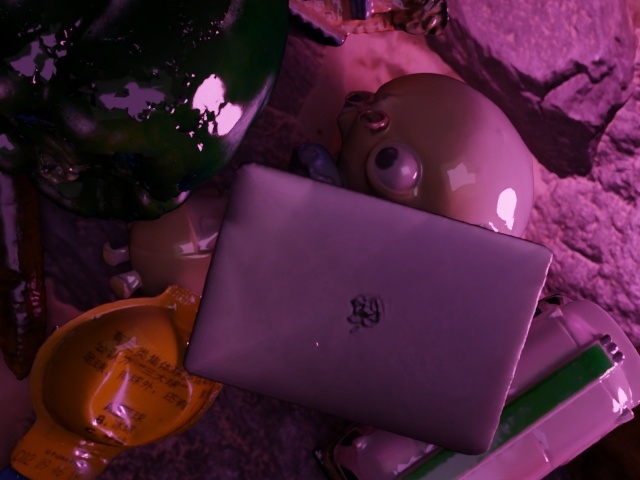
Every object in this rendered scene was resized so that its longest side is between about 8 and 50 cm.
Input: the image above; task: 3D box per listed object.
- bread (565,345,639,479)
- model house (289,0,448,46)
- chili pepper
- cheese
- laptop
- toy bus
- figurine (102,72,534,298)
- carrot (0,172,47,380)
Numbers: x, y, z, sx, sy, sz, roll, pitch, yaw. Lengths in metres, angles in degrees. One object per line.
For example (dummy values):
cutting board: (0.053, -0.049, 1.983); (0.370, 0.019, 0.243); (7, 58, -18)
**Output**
bread: (0.386, 0.252, 0.932); (0.196, 0.252, 0.238); (-7, 99, -21)
model house: (0.011, -0.269, 0.830); (0.172, 0.166, 0.182); (-6, 104, -3)
chili pepper: (-0.155, -0.154, 0.721); (0.233, 0.249, 0.256); (36, 63, -25)
cheese: (-0.187, 0.145, 0.806); (0.177, 0.069, 0.270); (30, 107, -36)
laptop: (0.037, 0.058, 0.759); (0.269, 0.015, 0.187); (16, 96, -1)
toy bus: (0.160, 0.171, 0.873); (0.306, 0.179, 0.143); (-30, 80, -14)
figurine: (0.000, 0.000, 0.857); (0.395, 0.226, 0.274); (-13, 124, -10)
carrot: (-0.276, -0.030, 0.819); (0.066, 0.066, 0.314); (-5, 96, -17)
